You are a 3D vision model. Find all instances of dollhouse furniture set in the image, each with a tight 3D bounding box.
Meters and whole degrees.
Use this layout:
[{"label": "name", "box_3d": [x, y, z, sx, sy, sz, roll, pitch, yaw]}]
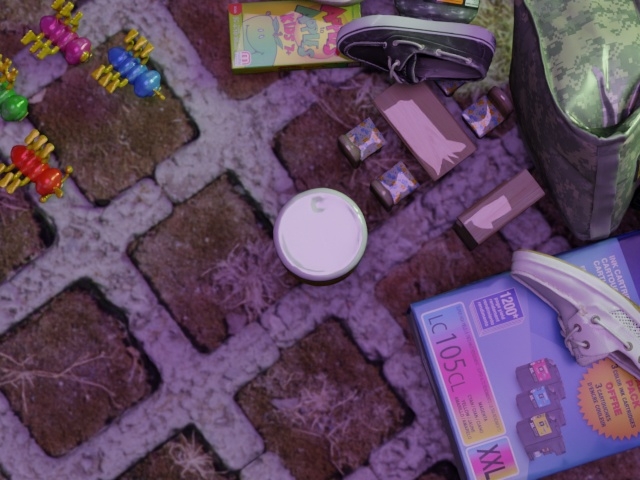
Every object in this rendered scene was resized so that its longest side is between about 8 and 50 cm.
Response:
[{"label": "dollhouse furniture set", "box_3d": [0.170, -0.115, 1.729, 0.212, 0.161, 0.242, -37, 86, -2]}]

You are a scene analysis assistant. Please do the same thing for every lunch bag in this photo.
[{"label": "lunch bag", "box_3d": [0.340, -0.169, 1.646, 0.169, 0.235, 0.287, -8, 59, 1]}]

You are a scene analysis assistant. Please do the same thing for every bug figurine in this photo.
[{"label": "bug figurine", "box_3d": [-0.355, -0.198, 1.789, 0.279, 0.072, 0.216, -44, 80, 2]}]

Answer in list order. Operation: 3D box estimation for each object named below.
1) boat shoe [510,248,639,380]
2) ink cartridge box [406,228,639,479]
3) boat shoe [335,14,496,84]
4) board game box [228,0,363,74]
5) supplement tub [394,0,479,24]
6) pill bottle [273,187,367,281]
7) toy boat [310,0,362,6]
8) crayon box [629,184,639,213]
[{"label": "boat shoe", "box_3d": [0.340, 0.110, 1.593, 0.277, 0.098, 0.096, 32, 85, 2]}, {"label": "ink cartridge box", "box_3d": [0.339, 0.150, 1.715, 0.396, 0.151, 0.269, -18, 85, -2]}, {"label": "boat shoe", "box_3d": [0.117, -0.244, 1.707, 0.219, 0.077, 0.070, 5, 61, 24]}, {"label": "board game box", "box_3d": [-0.034, -0.283, 1.805, 0.181, 0.043, 0.092, -4, 85, 1]}, {"label": "supplement tub", "box_3d": [0.164, -0.368, 1.761, 0.117, 0.117, 0.190, 10, 101, 2]}, {"label": "pill bottle", "box_3d": [0.000, 0.000, 1.698, 0.118, 0.208, 0.117, 0, 86, 1]}, {"label": "toy boat", "box_3d": [0.005, -0.484, 1.758, 0.268, 0.148, 0.318, 24, 82, 16]}, {"label": "crayon box", "box_3d": [0.557, 0.021, 1.690, 0.319, 0.202, 0.081, 36, 99, 2]}]
